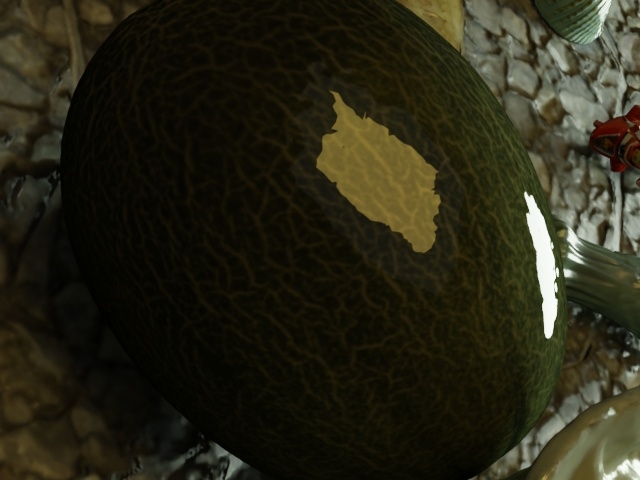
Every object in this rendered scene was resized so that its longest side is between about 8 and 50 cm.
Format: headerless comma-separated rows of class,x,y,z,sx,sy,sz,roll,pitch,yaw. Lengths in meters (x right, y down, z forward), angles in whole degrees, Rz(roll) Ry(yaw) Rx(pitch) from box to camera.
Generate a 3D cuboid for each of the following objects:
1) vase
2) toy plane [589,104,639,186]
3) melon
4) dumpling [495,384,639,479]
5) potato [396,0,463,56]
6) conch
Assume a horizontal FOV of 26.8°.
vase,0.208,0.030,0.977,0.149,0.081,0.081,19,55,-23
toy plane,0.313,-0.078,1.085,0.194,0.126,0.077,-11,34,-4
melon,0.000,0.000,0.718,0.301,0.237,0.237,54,46,-2
dumpling,0.122,0.170,0.709,0.187,0.242,0.318,18,17,22
potato,0.053,-0.149,0.955,0.107,0.080,0.170,26,55,-34
conch,0.220,-0.213,1.139,0.085,0.057,0.076,43,60,-9
